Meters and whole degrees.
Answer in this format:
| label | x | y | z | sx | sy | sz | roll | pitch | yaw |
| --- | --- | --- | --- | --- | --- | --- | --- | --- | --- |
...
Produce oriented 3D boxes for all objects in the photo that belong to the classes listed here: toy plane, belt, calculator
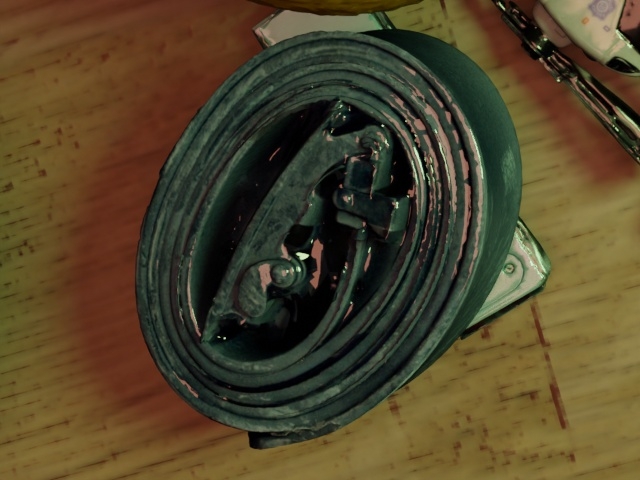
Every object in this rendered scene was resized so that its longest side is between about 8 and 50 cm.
| label | x | y | z | sx | sy | sz | roll | pitch | yaw |
| --- | --- | --- | --- | --- | --- | --- | --- | --- | --- |
| toy plane | 0.130 | -0.093 | 0.668 | 0.078 | 0.053 | 0.197 | -40 | 89 | 19 |
| belt | 0.000 | 0.000 | 0.665 | 0.141 | 0.082 | 0.190 | 40 | 111 | 13 |
| calculator | 0.039 | -0.040 | 0.700 | 0.057 | 0.018 | 0.172 | -34 | 92 | 11 |

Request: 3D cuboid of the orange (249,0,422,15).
| label | x | y | z | sx | sy | sz | roll | pitch | yaw |
| --- | --- | --- | --- | --- | --- | --- | --- | --- | --- |
| orange | -0.006 | -0.200 | 0.586 | 0.236 | 0.236 | 0.236 | 1 | 97 | 8 |
